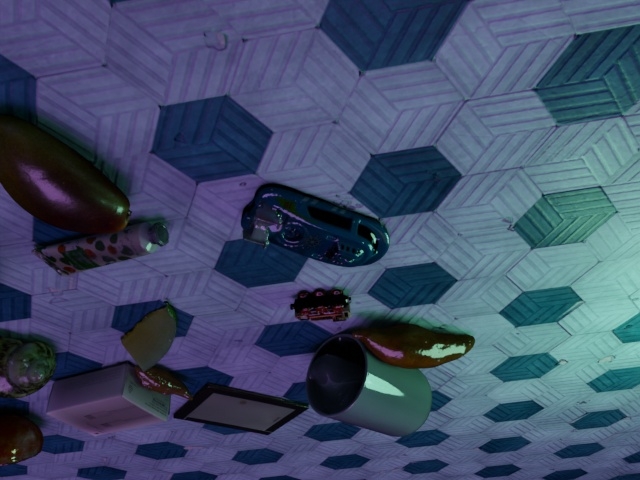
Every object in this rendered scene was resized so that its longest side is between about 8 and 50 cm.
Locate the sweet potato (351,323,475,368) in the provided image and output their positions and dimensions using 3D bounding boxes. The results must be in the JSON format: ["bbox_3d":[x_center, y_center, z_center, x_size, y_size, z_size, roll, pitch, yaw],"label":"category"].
[{"bbox_3d":[0.229,0.262,1.374,0.359,0.112,0.112,14,137,-25],"label":"sweet potato"}]

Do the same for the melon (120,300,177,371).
[{"bbox_3d":[-0.400,0.216,1.330,0.114,0.053,0.261,31,128,-11],"label":"melon"}]

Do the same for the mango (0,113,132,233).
[{"bbox_3d":[-0.425,-0.091,0.888,0.133,0.111,0.267,-17,135,33],"label":"mango"}]

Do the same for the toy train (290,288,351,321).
[{"bbox_3d":[0.003,0.152,1.266,0.138,0.050,0.087,-6,144,3],"label":"toy train"}]

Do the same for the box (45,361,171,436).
[{"bbox_3d":[-0.575,0.440,1.532,0.252,0.106,0.203,-15,141,15],"label":"box"}]

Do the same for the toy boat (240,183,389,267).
[{"bbox_3d":[0.000,0.000,1.051,0.299,0.092,0.134,18,132,-24],"label":"toy boat"}]

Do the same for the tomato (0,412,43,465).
[{"bbox_3d":[-0.939,0.580,1.646,0.201,0.139,0.233,0,175,7],"label":"tomato"}]

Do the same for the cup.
[{"bbox_3d":[0.137,0.384,1.442,0.206,0.205,0.312,-33,134,31],"label":"cup"}]

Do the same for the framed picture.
[{"bbox_3d":[-0.248,0.533,1.737,0.347,0.016,0.265,21,135,-26],"label":"framed picture"}]

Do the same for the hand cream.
[{"bbox_3d":[-0.417,0.017,1.066,0.276,0.059,0.095,-14,138,18],"label":"hand cream"}]

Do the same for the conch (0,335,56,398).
[{"bbox_3d":[-0.732,0.298,1.327,0.182,0.124,0.187,-19,131,13],"label":"conch"}]

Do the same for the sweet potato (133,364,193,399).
[{"bbox_3d":[-0.424,0.383,1.500,0.206,0.060,0.068,36,93,-31],"label":"sweet potato"}]
